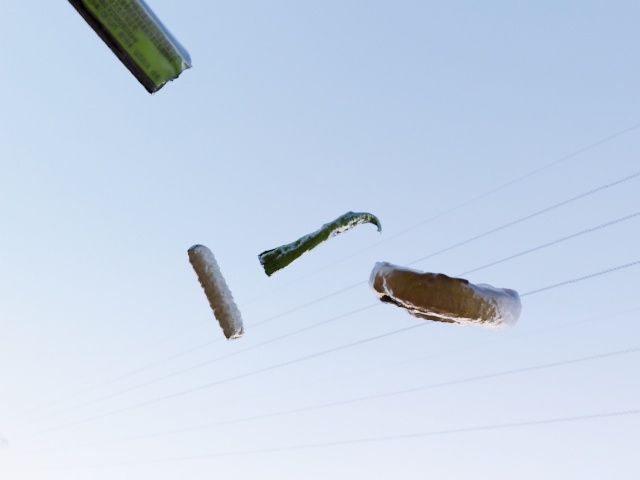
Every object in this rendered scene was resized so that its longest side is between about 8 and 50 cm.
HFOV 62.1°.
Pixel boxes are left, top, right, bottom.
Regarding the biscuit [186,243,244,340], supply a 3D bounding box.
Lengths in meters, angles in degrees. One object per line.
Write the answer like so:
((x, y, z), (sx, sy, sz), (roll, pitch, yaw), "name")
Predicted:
((-0.219, 0.106, 1.127), (0.055, 0.061, 0.219), (-30, -104, 16), "biscuit")

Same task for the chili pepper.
((0.000, 0.000, 1.472), (0.076, 0.359, 0.085), (76, -11, -52), "chili pepper")

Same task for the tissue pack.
((-0.427, -0.480, 1.031), (0.394, 0.124, 0.288), (50, -1, -28), "tissue pack")

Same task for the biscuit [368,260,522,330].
((0.238, 0.113, 1.043), (0.296, 0.296, 0.102), (14, -91, 29), "biscuit")
